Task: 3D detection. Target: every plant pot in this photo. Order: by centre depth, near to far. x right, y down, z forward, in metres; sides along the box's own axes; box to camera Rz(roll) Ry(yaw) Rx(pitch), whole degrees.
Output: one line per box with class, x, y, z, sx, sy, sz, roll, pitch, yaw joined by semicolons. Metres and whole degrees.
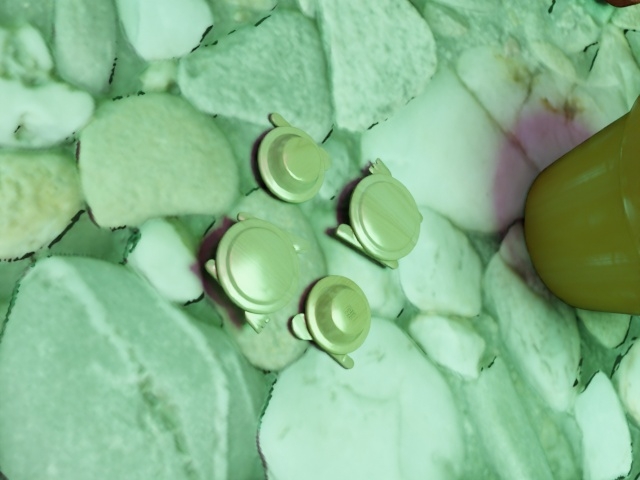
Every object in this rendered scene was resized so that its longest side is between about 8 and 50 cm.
plant pot;0.266;-0.022;0.787;0.205;0.188;0.205;8;76;-32

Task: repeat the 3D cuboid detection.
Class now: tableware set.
tableware set;0.000;0.000;0.709;0.141;0.020;0.168;36;61;-24

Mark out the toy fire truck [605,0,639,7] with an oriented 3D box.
toy fire truck;0.222;-0.378;0.870;0.302;0.169;0.254;32;82;-23
